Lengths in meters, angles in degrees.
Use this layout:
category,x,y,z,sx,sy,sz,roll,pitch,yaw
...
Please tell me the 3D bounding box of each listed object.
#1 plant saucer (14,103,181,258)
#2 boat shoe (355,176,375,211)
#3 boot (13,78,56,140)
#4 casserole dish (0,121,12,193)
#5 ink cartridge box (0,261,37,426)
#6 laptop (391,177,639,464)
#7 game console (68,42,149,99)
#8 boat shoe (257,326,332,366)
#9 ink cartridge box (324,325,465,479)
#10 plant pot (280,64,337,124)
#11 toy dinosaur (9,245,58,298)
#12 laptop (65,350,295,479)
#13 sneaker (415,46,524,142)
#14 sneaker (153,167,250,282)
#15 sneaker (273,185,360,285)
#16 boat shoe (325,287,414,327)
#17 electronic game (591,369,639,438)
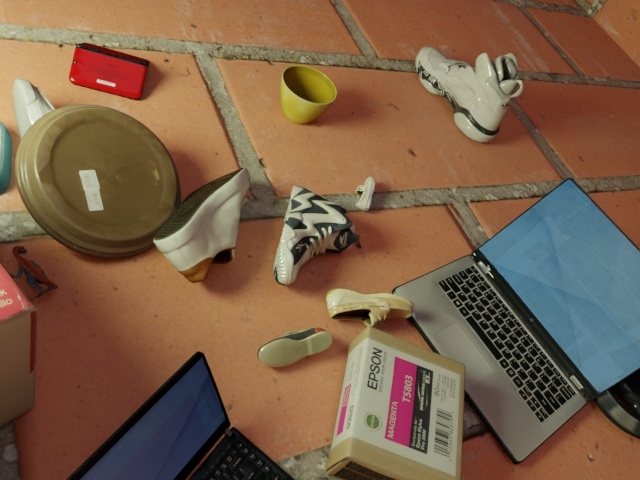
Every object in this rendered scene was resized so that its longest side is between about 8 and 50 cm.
category,x,y,z,sx,sy,sz,roll,pitch,yaw
plant saucer,-0.357,-0.107,0.936,0.277,0.041,0.278,16,64,-37
boat shoe,0.096,-0.108,1.236,0.035,0.035,0.100,23,54,-11
boot,-0.452,-0.180,0.995,0.123,0.095,0.258,-15,70,-41
casserole dish,-0.584,-0.149,0.931,0.114,0.037,0.188,0,54,-27
ink cartridge box,-0.509,0.040,0.649,0.385,0.279,0.160,47,48,14
laptop,0.432,0.130,1.072,0.407,0.236,0.382,-19,63,-36
game console,-0.447,-0.362,1.185,0.144,0.085,0.124,11,81,-18
boat shoe,-0.047,0.175,0.933,0.137,0.049,0.043,-11,18,-30
ink cartridge box,0.129,0.283,0.902,0.193,0.088,0.235,23,48,-9
plant pot,-0.041,-0.329,1.301,0.134,0.095,0.134,14,49,-16
toy dinosaur,-0.431,0.041,0.836,0.082,0.090,0.047,65,31,-12
laptop,-0.142,0.324,0.701,0.264,0.137,0.234,39,48,7
sneaker,0.421,-0.470,1.563,0.137,0.210,0.366,-11,60,-33
sneaker,-0.192,-0.028,1.009,0.123,0.105,0.290,61,31,-23
sneaker,0.000,0.000,1.058,0.153,0.094,0.235,14,39,-5
boat shoe,0.092,0.132,1.026,0.170,0.063,0.059,7,54,-9
electronic game,0.652,0.304,1.168,0.229,0.048,0.229,12,51,-15
